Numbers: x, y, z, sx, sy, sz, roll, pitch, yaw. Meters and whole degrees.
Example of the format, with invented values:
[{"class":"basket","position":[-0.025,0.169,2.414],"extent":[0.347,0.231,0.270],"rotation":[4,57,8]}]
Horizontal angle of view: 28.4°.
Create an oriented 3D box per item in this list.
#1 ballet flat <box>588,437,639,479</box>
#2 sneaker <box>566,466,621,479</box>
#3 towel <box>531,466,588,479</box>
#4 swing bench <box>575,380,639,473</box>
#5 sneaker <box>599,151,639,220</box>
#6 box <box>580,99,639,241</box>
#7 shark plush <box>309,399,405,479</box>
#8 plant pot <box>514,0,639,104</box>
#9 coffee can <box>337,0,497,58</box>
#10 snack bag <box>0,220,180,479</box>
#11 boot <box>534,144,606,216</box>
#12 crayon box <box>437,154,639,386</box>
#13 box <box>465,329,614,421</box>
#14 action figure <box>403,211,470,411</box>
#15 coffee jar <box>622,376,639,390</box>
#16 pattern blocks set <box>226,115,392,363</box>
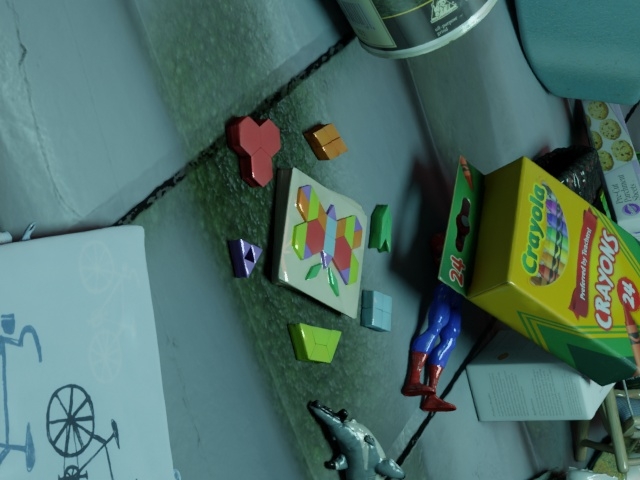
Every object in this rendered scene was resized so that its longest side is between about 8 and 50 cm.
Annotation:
[{"class":"ballet flat","position":[0.556,0.388,2.192],"extent":[0.348,0.123,0.123],"rotation":[-28,109,-55]},{"class":"sneaker","position":[0.442,0.422,1.949],"extent":[0.235,0.090,0.095],"rotation":[41,70,-41]},{"class":"towel","position":[0.335,0.517,1.905],"extent":[0.312,0.056,0.324],"rotation":[-3,90,-54]},{"class":"swing bench","position":[0.554,0.232,2.062],"extent":[0.253,0.165,0.255],"rotation":[-3,89,-17]},{"class":"sneaker","position":[0.574,-0.069,2.277],"extent":[0.109,0.123,0.295],"rotation":[62,40,-31]},{"class":"box","position":[0.496,-0.123,2.110],"extent":[0.324,0.067,0.063],"rotation":[-92,167,-46]},{"class":"shark plush","position":[0.038,0.250,1.475],"extent":[0.067,0.073,0.161],"rotation":[-41,130,-16]},{"class":"plant pot","position":[0.464,-0.366,2.058],"extent":[0.248,0.247,0.252],"rotation":[-56,147,-44]},{"class":"coffee can","position":[0.075,-0.382,1.487],"extent":[0.275,0.201,0.202],"rotation":[55,43,-38]},{"class":"snack bag","position":[-0.244,0.147,1.070],"extent":[0.342,0.037,0.323],"rotation":[-14,98,-56]},{"class":"boot","position":[0.402,0.020,1.940],"extent":[0.348,0.131,0.260],"rotation":[-87,162,-66]},{"class":"crayon box","position":[0.302,0.032,1.656],"extent":[0.318,0.081,0.202],"rotation":[31,54,-28]},{"class":"box","position":[0.316,0.189,1.799],"extent":[0.130,0.170,0.091],"rotation":[-35,114,-53]},{"class":"action figure","position":[0.201,0.082,1.680],"extent":[0.091,0.139,0.280],"rotation":[43,49,-47]},{"class":"coffee jar","position":[0.573,0.229,2.245],"extent":[0.096,0.079,0.184],"rotation":[-20,90,-56]},{"class":"pattern blocks set","position":[0.000,0.000,1.476],"extent":[0.324,0.026,0.286],"rotation":[6,80,-57]}]
